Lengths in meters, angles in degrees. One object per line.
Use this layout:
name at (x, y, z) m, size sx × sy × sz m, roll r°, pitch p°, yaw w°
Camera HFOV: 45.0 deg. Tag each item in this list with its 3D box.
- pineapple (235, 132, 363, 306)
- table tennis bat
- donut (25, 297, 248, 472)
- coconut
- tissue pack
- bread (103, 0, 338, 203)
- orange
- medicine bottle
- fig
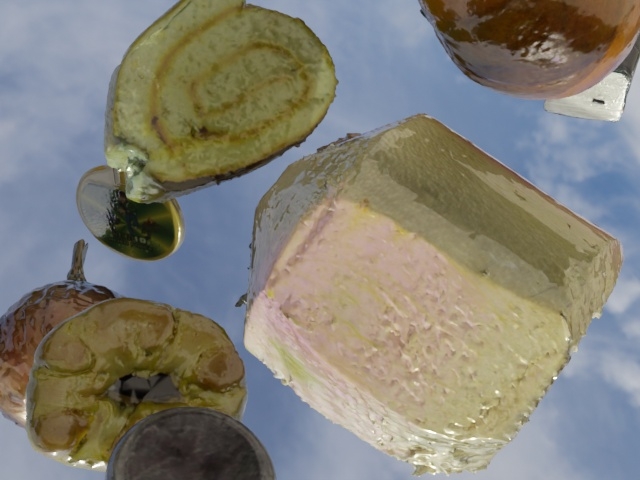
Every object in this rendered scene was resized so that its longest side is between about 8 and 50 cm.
pineapple at (0.001, 0.000, 1.316) m, size 0.223 × 0.357 × 0.223 m, roll 38°, pitch -158°, yaw -19°
table tennis bat at (-0.322, -0.086, 1.295) m, size 0.198 × 0.321 × 0.050 m, roll 15°, pitch -136°, yaw 8°
donut at (-0.219, 0.180, 0.949) m, size 0.261 × 0.128 × 0.208 m, roll 16°, pitch -104°, yaw -15°
coconut at (0.059, 0.031, 0.560) m, size 0.245 × 0.233 × 0.233 m, roll 32°, pitch -137°, yaw 14°
tissue pack at (0.362, -0.237, 1.002) m, size 0.103 × 0.090 × 0.170 m, roll 14°, pitch -131°, yaw 22°
bread at (-0.119, -0.151, 0.806) m, size 0.257 × 0.124 × 0.186 m, roll -38°, pitch -73°, yaw -10°
orange at (0.165, -0.228, 0.652) m, size 0.240 × 0.171 × 0.240 m, roll 51°, pitch -159°, yaw -28°
medicine bottle at (-0.148, 0.314, 0.794) m, size 0.165 × 0.273 × 0.165 m, roll 11°, pitch -143°, yaw -8°
fig at (-0.413, 0.145, 1.338) m, size 0.286 × 0.286 × 0.369 m, roll 18°, pitch -139°, yaw -22°
